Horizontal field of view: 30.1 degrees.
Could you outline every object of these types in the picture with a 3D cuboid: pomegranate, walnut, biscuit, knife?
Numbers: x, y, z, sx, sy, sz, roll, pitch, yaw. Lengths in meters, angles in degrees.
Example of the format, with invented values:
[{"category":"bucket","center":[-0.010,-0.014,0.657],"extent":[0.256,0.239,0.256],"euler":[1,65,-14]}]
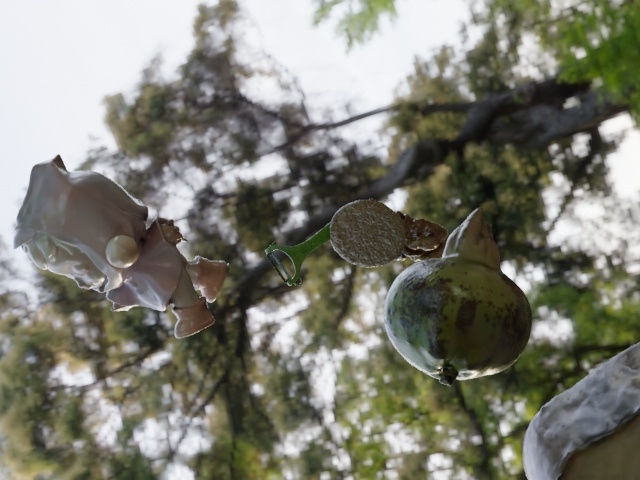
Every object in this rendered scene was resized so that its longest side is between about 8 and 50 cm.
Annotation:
[{"category":"pomegranate","center":[0.230,0.088,1.872],"extent":[0.222,0.204,0.277],"euler":[25,-87,-19]},{"category":"walnut","center":[0.171,-0.001,2.393],"extent":[0.143,0.170,0.069],"euler":[72,-151,-60]},{"category":"biscuit","center":[0.072,-0.010,1.812],"extent":[0.120,0.120,0.015],"euler":[62,-160,-22]},{"category":"knife","center":[0.000,0.000,1.837],"extent":[0.078,0.166,0.022],"euler":[56,178,-6]}]

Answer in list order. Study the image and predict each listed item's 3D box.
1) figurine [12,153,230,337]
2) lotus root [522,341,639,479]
[{"category":"figurine","center":[-0.236,0.011,1.415],"extent":[0.276,0.200,0.133],"euler":[32,-109,-21]},{"category":"lotus root","center":[0.350,0.263,1.031],"extent":[0.111,0.374,0.390],"euler":[-90,13,-73]}]
